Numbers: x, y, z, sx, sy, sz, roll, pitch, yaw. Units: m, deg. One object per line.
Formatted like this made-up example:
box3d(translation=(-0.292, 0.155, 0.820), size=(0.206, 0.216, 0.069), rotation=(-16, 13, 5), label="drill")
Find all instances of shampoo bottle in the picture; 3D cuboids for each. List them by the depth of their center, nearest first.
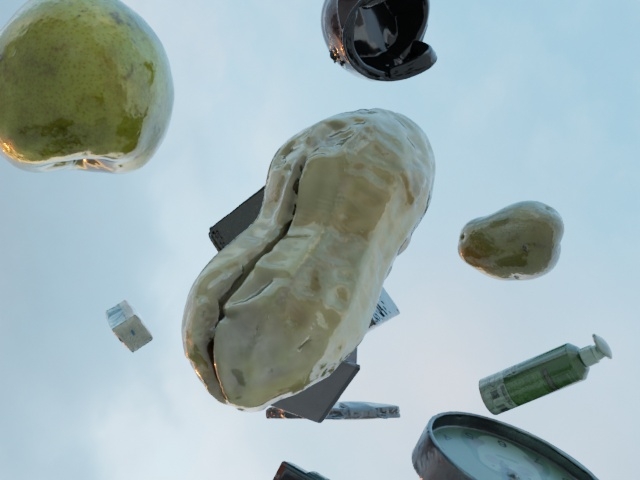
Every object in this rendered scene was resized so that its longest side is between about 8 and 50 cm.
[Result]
box3d(translation=(0.340, 0.200, 1.116), size=(0.204, 0.065, 0.065), rotation=(-31, -77, 28), label="shampoo bottle")

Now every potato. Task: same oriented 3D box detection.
box3d(translation=(0.356, 0.000, 1.385), size=(0.194, 0.157, 0.157), rotation=(2, -63, 11), label="potato")

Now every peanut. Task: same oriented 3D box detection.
box3d(translation=(0.000, 0.000, 0.561), size=(0.130, 0.290, 0.130), rotation=(21, -33, 14), label="peanut")

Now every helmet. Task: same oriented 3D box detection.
box3d(translation=(0.098, -0.370, 1.243), size=(0.193, 0.216, 0.189), rotation=(13, -35, 45), label="helmet")

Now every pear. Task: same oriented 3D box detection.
box3d(translation=(-0.383, -0.251, 1.176), size=(0.304, 0.304, 0.303), rotation=(9, -61, 16), label="pear")

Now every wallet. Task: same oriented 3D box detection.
box3d(translation=(0.037, 0.392, 1.701), size=(0.165, 0.310, 0.042), rotation=(-13, -107, 45), label="wallet")

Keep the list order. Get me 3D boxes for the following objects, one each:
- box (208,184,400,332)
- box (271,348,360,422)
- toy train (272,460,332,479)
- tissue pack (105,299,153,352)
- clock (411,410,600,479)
box3d(translation=(-0.022, 0.051, 1.140), size=(0.143, 0.184, 0.273), rotation=(-36, -99, 16), label="box")
box3d(translation=(-0.070, 0.192, 1.363), size=(0.252, 0.153, 0.188), rotation=(22, -54, -11), label="box")
box3d(translation=(0.064, 0.561, 1.499), size=(0.409, 0.089, 0.086), rotation=(13, -20, 44), label="toy train")
box3d(translation=(-0.375, 0.165, 1.441), size=(0.059, 0.094, 0.074), rotation=(-37, -63, -12), label="tissue pack")
box3d(translation=(0.303, 0.375, 1.164), size=(0.319, 0.319, 0.066), rotation=(21, -78, 8), label="clock")
